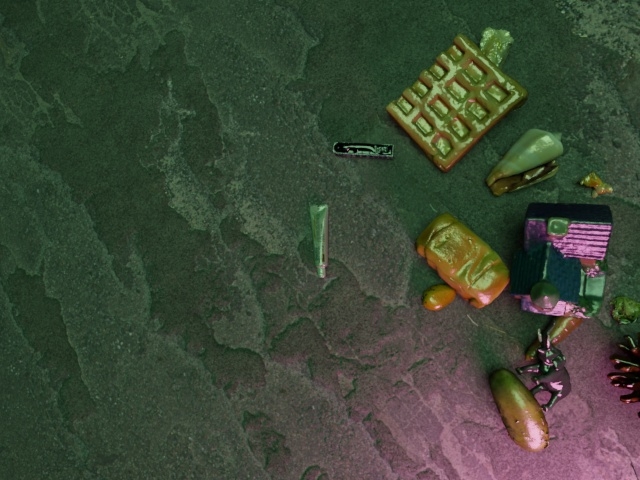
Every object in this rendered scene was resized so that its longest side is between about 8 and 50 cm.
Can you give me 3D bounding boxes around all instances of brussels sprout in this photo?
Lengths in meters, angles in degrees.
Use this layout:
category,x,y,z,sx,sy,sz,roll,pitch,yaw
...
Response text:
category,x,y,z,sx,sy,sz,roll,pitch,yaw
brussels sprout,0.918,0.212,1.247,0.085,0.058,0.085,2,97,20

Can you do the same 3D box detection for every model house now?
category,x,y,z,sx,sy,sz,roll,pitch,yaw
model house,0.669,0.050,1.154,0.245,0.280,0.312,9,78,28

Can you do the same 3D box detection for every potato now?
category,x,y,z,sx,sy,sz,roll,pitch,yaw
potato,0.579,0.488,1.215,0.113,0.149,0.251,-19,80,-1

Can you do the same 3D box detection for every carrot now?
category,x,y,z,sx,sy,sz,roll,pitch,yaw
carrot,0.715,0.277,1.268,0.078,0.078,0.298,41,96,11

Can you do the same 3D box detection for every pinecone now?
category,x,y,z,sx,sy,sz,roll,pitch,yaw
pinecone,0.922,0.376,1.134,0.264,0.264,0.264,-1,83,8

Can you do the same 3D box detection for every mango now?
category,x,y,z,sx,sy,sz,roll,pitch,yaw
mango,0.379,0.180,1.330,0.114,0.057,0.078,-21,70,-1

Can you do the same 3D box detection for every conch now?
category,x,y,z,sx,sy,sz,roll,pitch,yaw
conch,0.648,-0.257,1.326,0.255,0.127,0.158,-30,110,26

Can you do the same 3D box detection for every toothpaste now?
category,x,y,z,sx,sy,sz,roll,pitch,yaw
toothpaste,0.000,0.000,1.418,0.067,0.037,0.255,-5,79,13

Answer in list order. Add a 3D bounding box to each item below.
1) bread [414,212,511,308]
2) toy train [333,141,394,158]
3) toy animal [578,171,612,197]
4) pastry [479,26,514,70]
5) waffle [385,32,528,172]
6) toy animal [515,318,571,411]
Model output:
category,x,y,z,sx,sy,sz,roll,pitch,yaw
bread,0.439,0.062,1.299,0.167,0.132,0.294,-43,78,-5
toy train,0.146,-0.310,1.428,0.208,0.047,0.043,6,83,10
toy animal,0.859,-0.170,1.301,0.081,0.060,0.083,-25,76,-36
pastry,0.542,-0.573,1.379,0.122,0.089,0.258,22,86,6
waffle,0.429,-0.435,1.335,0.348,0.077,0.304,-45,80,22
toy animal,0.652,0.370,1.211,0.137,0.082,0.269,-23,106,-13
